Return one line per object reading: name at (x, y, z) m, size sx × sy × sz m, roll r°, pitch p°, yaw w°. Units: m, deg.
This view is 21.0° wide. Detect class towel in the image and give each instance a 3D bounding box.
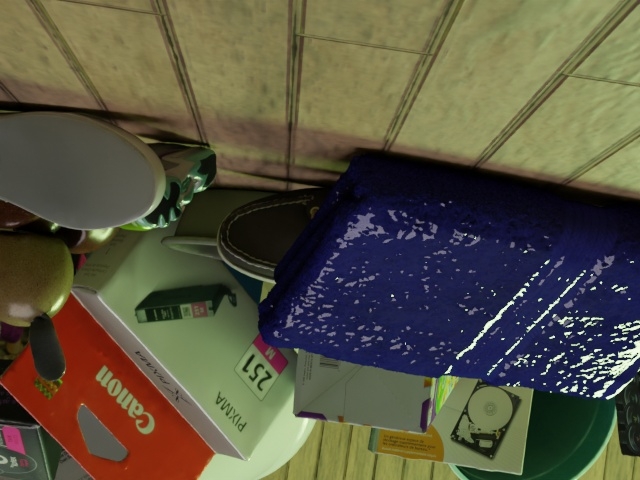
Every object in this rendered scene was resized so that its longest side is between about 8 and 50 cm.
towel at (0.127, 0.025, 1.277) m, size 0.308 × 0.076 × 0.227 m, roll 10°, pitch 144°, yaw -19°

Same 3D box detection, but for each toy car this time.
toy car at (-0.240, 0.023, 1.481) m, size 0.155 × 0.188 × 0.149 m, roll 5°, pitch 174°, yaw 35°

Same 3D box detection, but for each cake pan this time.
cake pan at (0.000, 0.000, 1.608) m, size 0.293 × 0.054 × 0.293 m, roll 8°, pitch 175°, yaw 1°

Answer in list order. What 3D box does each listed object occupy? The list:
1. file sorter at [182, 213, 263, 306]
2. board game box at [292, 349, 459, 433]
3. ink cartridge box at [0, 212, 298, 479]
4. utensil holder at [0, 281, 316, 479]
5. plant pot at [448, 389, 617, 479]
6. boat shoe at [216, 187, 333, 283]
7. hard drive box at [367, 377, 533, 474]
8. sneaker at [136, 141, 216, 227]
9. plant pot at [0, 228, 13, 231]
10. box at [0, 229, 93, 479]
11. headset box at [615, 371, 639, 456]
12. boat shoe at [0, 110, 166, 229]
file sorter at (-0.132, 0.062, 1.893) m, size 0.118 × 0.170 × 0.104 m, roll 9°, pitch 178°, yaw -11°
board game box at (0.072, 0.102, 1.867) m, size 0.142 × 0.144 × 0.275 m, roll 7°, pitch -172°, yaw 10°
ink cartridge box at (-0.159, 0.133, 1.736) m, size 0.060 × 0.239 × 0.275 m, roll 4°, pitch 141°, yaw 46°
utensil holder at (-0.223, 0.199, 2.142) m, size 0.327 × 0.328 × 0.385 m, roll 6°, pitch -167°, yaw 25°
plant pot at (0.247, 0.200, 2.471) m, size 0.271 × 0.272 × 0.255 m, roll 10°, pitch -171°, yaw -19°
boat shoe at (0.027, -0.005, 1.376) m, size 0.227 × 0.081 × 0.069 m, roll 1°, pitch 172°, yaw 4°
hard drive box at (0.162, 0.151, 2.068) m, size 0.181 × 0.232 × 0.089 m, roll 8°, pitch 175°, yaw -2°
sneaker at (-0.125, -0.043, 1.238) m, size 0.069 × 0.038 × 0.098 m, roll 16°, pitch -150°, yaw 22°
plant pot at (-0.438, 0.015, 1.628) m, size 0.274 × 0.256 × 0.256 m, roll -7°, pitch -174°, yaw -37°
box at (-0.326, 0.098, 1.832) m, size 0.143 × 0.270 × 0.165 m, roll 9°, pitch 151°, yaw 2°
headset box at (0.456, 0.142, 1.703) m, size 0.246 × 0.131 × 0.283 m, roll -6°, pitch -179°, yaw -25°
boat shoe at (-0.202, -0.055, 1.214) m, size 0.228 × 0.080 × 0.076 m, roll 3°, pitch -169°, yaw 23°
